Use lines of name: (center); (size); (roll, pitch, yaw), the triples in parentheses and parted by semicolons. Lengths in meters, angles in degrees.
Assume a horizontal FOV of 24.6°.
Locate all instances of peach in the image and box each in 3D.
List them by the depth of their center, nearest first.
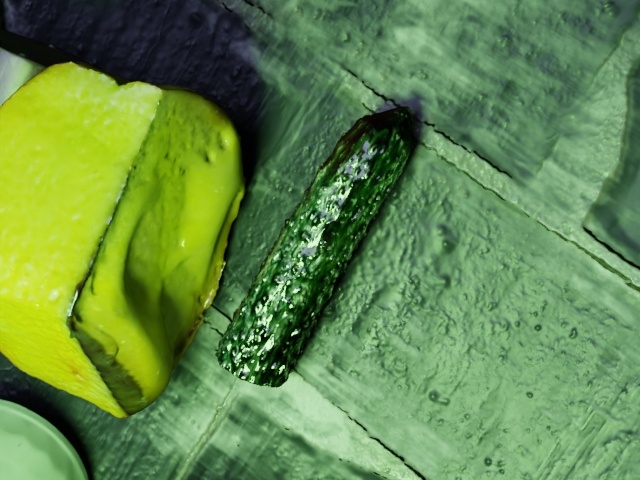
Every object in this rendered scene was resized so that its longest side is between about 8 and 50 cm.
peach: (-0.254, 0.000, 1.664); (0.242, 0.306, 0.380); (14, 88, 26)

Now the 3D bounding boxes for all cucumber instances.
cucumber: (0.000, 0.000, 1.666); (0.096, 0.096, 0.359); (34, 106, 19)

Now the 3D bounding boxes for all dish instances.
dish: (-0.429, 0.335, 1.791); (0.303, 0.120, 0.303); (0, 110, 1)

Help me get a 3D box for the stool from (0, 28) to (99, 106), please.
stool: (-0.386, -0.111, 1.784); (0.179, 0.179, 0.264); (28, 102, 20)

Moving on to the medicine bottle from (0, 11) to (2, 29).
medicine bottle: (-0.476, -0.286, 1.866); (0.132, 0.088, 0.188); (-4, 90, 23)
